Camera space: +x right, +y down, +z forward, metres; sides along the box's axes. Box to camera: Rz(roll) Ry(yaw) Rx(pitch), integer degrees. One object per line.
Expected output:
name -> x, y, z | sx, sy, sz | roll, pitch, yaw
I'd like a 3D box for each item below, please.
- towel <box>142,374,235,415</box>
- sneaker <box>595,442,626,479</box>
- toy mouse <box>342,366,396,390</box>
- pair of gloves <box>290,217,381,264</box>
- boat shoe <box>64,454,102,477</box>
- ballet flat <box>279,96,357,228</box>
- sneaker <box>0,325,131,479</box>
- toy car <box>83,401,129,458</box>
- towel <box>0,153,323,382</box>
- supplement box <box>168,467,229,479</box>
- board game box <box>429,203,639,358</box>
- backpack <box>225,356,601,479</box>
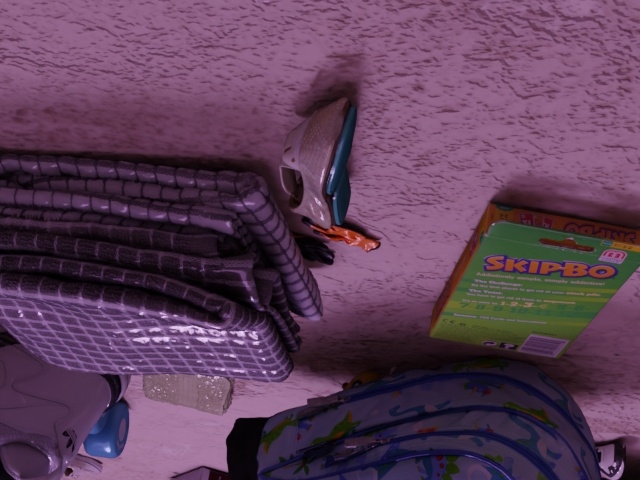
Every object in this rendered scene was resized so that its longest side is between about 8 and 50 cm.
towel -> -0.153, 0.163, 1.509 | 0.110, 0.027, 0.148 | 11, 156, -2
sneaker -> 0.317, 0.257, 1.527 | 0.044, 0.040, 0.109 | 16, 155, -10
toy mouse -> 0.076, 0.185, 1.447 | 0.143, 0.031, 0.161 | 30, 134, -31
pair of gloves -> 0.000, 0.000, 1.113 | 0.074, 0.010, 0.083 | 26, 152, -33
boat shoe -> -0.368, 0.335, 1.957 | 0.035, 0.035, 0.100 | -13, 147, 41
ballet flat -> -0.006, -0.053, 0.947 | 0.052, 0.057, 0.168 | 17, 156, 7
sneaker -> -0.398, 0.186, 1.397 | 0.366, 0.210, 0.137 | -2, 127, 19
toy car -> -0.370, 0.279, 1.587 | 0.219, 0.238, 0.210 | 6, 156, 7
towel -> -0.156, 0.038, 1.110 | 0.284, 0.121, 0.235 | 6, 156, 14
supplement box -> -0.104, 0.413, 1.989 | 0.239, 0.073, 0.130 | 19, 154, -23
board game box -> 0.175, 0.036, 1.099 | 0.124, 0.039, 0.259 | 10, 159, -2
backpack -> 0.108, 0.265, 1.324 | 0.356, 0.290, 0.273 | -23, -171, 8
